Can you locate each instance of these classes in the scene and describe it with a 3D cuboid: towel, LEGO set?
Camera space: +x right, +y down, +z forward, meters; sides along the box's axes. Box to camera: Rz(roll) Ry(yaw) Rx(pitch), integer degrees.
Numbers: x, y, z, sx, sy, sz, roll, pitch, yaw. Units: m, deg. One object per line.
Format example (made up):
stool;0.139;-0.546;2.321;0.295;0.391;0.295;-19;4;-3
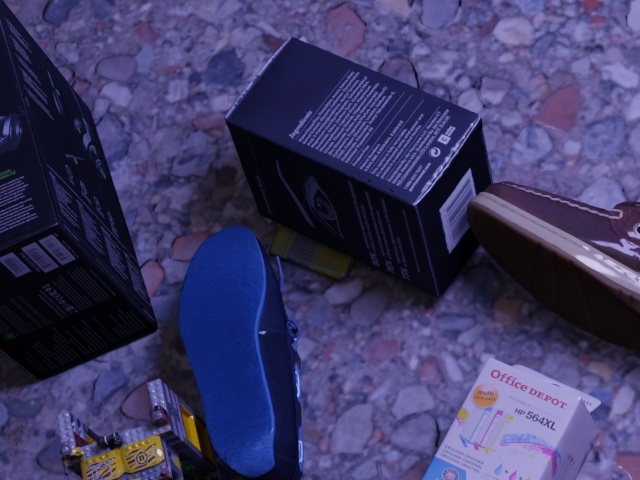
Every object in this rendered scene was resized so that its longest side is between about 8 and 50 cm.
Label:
towel;0.000;0.000;1.803;0.083;0.009;0.060;18;74;25
LEGO set;-0.201;0.261;1.642;0.331;0.192;0.255;-12;63;12

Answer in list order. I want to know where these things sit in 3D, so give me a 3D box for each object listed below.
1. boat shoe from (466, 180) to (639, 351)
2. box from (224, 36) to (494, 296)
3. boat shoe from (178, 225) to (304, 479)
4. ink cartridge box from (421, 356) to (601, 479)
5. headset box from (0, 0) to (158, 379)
boat shoe;0.289;0.022;1.647;0.342;0.123;0.123;25;68;22
box;0.038;-0.065;1.731;0.207;0.153;0.108;26;66;25
boat shoe;-0.069;0.109;1.729;0.109;0.089;0.258;-19;51;21
ink cartridge box;0.161;0.171;1.628;0.092;0.090;0.143;23;75;25
headset box;-0.280;-0.057;1.782;0.131;0.246;0.283;-23;62;6
